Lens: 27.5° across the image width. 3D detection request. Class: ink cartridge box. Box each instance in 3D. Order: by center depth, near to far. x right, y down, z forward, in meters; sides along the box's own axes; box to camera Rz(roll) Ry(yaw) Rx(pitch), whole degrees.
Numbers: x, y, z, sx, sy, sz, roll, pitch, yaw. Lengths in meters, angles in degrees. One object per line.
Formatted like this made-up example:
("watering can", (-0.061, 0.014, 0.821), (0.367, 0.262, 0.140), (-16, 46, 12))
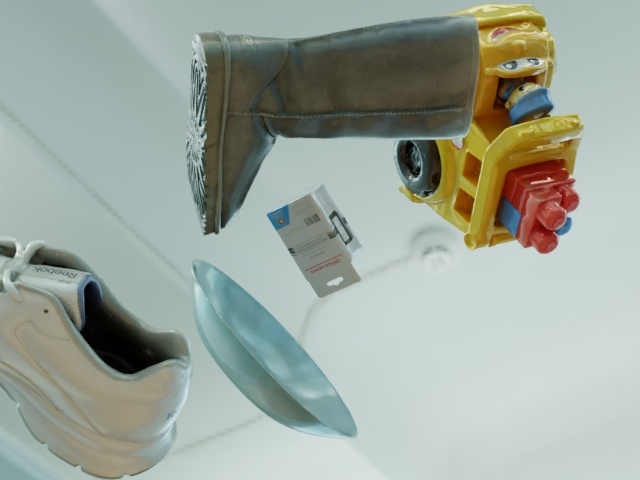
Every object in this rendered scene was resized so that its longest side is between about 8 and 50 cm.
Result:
("ink cartridge box", (0.000, 0.000, 1.062), (0.048, 0.028, 0.083), (-24, -78, 34))

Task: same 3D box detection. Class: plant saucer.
("plant saucer", (-0.048, 0.098, 1.059), (0.037, 0.195, 0.195), (-43, -55, 5))

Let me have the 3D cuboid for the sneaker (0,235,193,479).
("sneaker", (-0.212, 0.040, 0.871), (0.297, 0.111, 0.129), (27, -47, -8))

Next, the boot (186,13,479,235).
("boot", (0.007, -0.086, 0.983), (0.208, 0.076, 0.189), (-6, -44, -18))

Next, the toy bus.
("toy bus", (0.188, -0.095, 1.291), (0.149, 0.211, 0.220), (-11, -50, -25))
